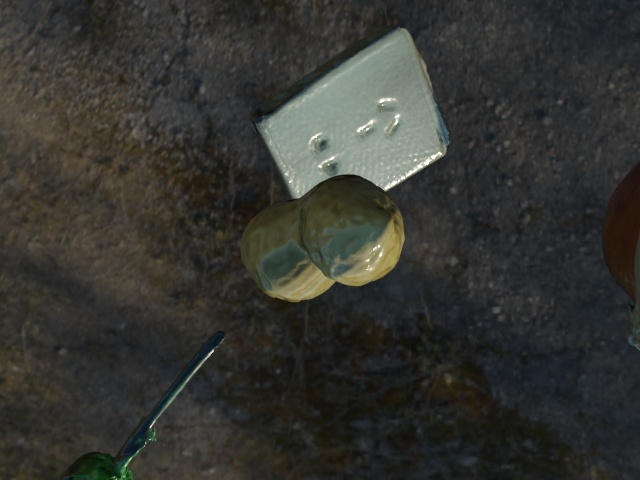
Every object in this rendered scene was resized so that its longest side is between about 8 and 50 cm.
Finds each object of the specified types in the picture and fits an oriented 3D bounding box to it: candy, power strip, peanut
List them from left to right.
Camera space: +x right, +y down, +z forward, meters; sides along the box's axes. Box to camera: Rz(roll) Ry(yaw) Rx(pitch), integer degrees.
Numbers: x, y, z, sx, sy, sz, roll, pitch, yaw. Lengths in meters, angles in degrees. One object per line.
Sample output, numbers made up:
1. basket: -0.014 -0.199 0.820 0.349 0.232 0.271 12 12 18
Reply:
1. candy: -0.226 0.246 1.224 0.097 0.097 0.323 37 96 -21
2. peanut: 0.000 0.000 0.825 0.098 0.103 0.229 9 164 -28
3. power strip: 0.032 -0.136 1.088 0.213 0.064 0.198 -33 130 -7

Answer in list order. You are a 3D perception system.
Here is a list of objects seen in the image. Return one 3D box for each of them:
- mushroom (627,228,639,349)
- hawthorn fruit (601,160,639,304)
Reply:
1. mushroom: 0.457 -0.038 1.060 0.177 0.126 0.397 6 117 -52
2. hawthorn fruit: 0.553 -0.012 1.314 0.295 0.295 0.311 18 145 -8
